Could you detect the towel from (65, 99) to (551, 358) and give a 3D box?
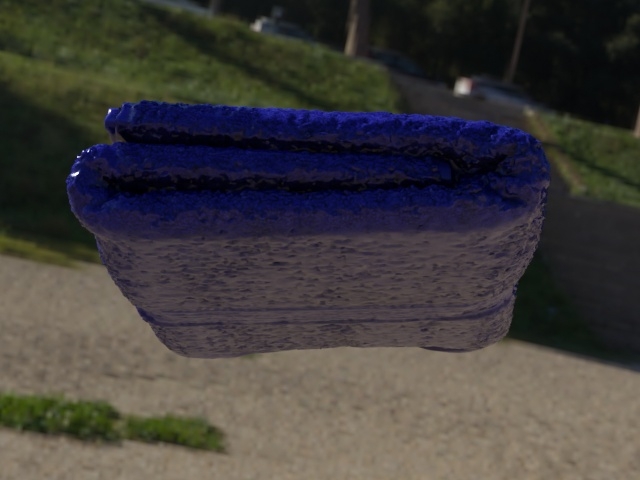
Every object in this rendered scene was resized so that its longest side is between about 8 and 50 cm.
[{"bbox_3d":[0.000,0.000,0.786,0.227,0.076,0.308,-2,-15,2],"label":"towel"}]
